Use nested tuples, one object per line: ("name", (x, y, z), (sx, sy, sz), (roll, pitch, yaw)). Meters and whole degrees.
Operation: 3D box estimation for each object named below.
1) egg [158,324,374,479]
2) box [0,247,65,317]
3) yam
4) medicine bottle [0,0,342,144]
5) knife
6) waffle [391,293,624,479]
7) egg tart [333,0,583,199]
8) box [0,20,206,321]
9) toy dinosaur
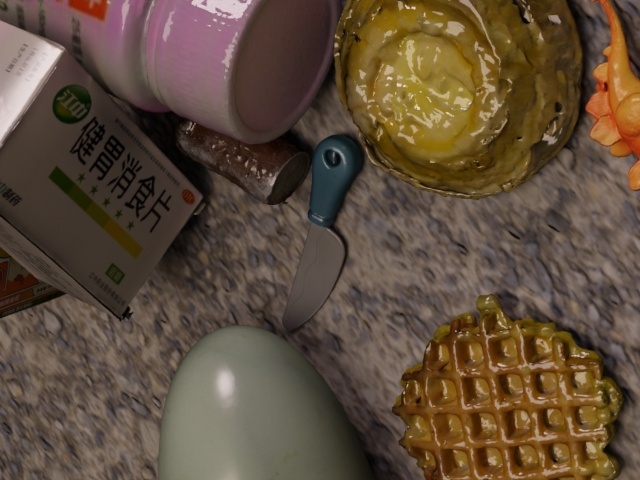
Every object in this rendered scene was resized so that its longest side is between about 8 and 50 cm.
("egg", (-0.057, 0.271, 1.969), (0.230, 0.230, 0.371), (-16, 90, 37))
("box", (-0.388, -0.014, 2.136), (0.148, 0.195, 0.178), (20, 113, 29))
("yam", (-0.085, -0.096, 1.977), (0.141, 0.079, 0.079), (32, 119, 23))
("medicine bottle", (-0.187, -0.255, 1.913), (0.388, 0.219, 0.219), (27, 117, 27))
("knife", (0.002, 0.000, 1.978), (0.058, 0.032, 0.244), (22, 120, 19))
("waffle", (0.193, 0.181, 1.884), (0.243, 0.058, 0.238), (38, 118, 18))
("egg tart", (0.121, -0.165, 1.803), (0.278, 0.095, 0.279), (10, 108, 31))
("box", (-0.278, -0.069, 1.943), (0.145, 0.333, 0.173), (26, 77, 34))
("toy dinosaur", (0.304, -0.110, 1.711), (0.288, 0.070, 0.117), (50, 125, 18))
